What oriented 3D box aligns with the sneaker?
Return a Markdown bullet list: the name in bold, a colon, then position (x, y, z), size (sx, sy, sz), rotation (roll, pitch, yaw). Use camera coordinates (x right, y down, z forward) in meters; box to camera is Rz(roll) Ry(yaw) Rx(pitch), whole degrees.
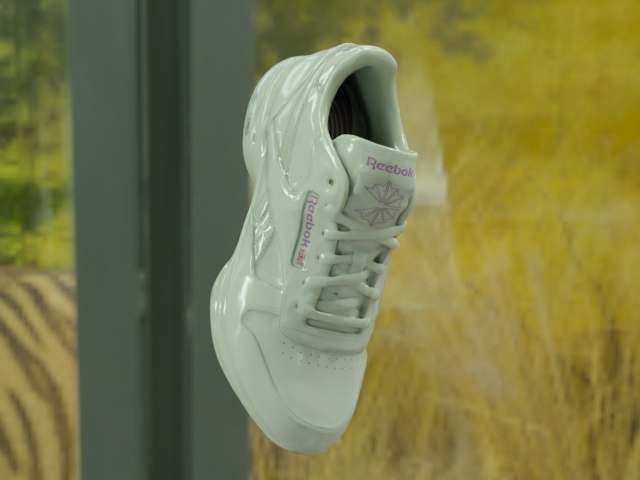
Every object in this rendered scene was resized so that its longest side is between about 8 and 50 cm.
- **sneaker**: position (0.000, 0.000, 1.283), size (0.114, 0.305, 0.152), rotation (8, -13, -30)
